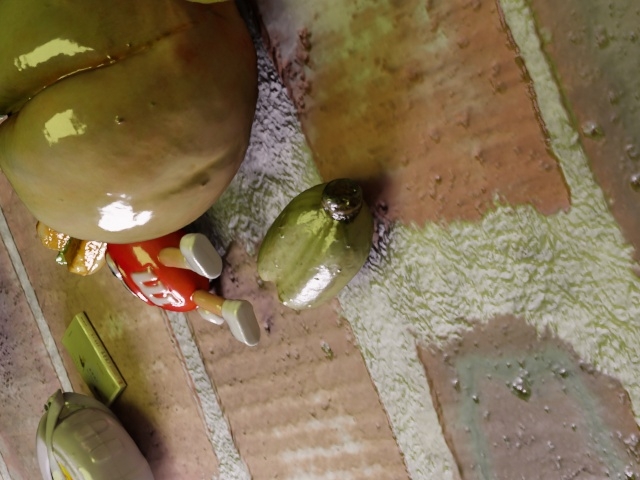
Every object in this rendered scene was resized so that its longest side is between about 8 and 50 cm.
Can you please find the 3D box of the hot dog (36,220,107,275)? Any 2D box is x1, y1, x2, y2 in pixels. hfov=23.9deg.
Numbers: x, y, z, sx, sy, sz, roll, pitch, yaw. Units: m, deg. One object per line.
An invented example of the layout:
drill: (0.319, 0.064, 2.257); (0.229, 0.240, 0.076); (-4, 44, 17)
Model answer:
hot dog: (-0.246, -0.053, 1.660); (0.104, 0.076, 0.250); (42, 140, 13)

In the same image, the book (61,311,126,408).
book: (-0.284, 0.152, 1.877); (0.111, 0.014, 0.077); (58, 145, 13)

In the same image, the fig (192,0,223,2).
fig: (-0.072, -0.333, 1.068); (0.343, 0.343, 0.343); (30, 131, 41)

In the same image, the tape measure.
tape measure: (-0.270, 0.303, 1.852); (0.197, 0.120, 0.236); (25, 133, 51)

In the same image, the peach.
peach: (-0.183, -0.144, 1.384); (0.292, 0.247, 0.292); (-2, 87, 36)

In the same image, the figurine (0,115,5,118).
figurine: (-0.378, -0.190, 1.755); (0.082, 0.094, 0.086); (48, -161, -47)

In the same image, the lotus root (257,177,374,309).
lotus root: (0.001, 0.000, 1.354); (0.090, 0.077, 0.183); (50, 146, 10)

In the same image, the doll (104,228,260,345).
doll: (-0.161, 0.022, 1.555); (0.217, 0.085, 0.183); (28, 157, 46)
